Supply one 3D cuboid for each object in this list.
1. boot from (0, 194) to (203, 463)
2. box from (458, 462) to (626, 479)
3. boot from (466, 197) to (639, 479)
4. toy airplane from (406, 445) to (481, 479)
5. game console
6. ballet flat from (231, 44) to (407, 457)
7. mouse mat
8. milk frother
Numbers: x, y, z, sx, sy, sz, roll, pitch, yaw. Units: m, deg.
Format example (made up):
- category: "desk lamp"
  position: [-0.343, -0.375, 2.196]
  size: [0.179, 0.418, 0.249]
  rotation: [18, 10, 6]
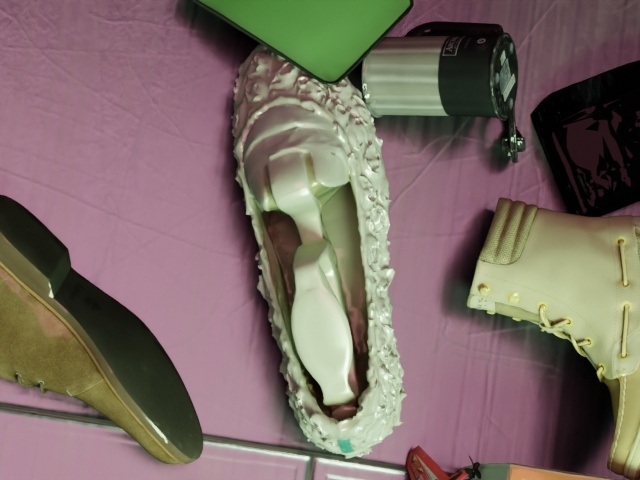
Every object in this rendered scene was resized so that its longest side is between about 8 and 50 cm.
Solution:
- category: "boot"
  position: [-0.234, 0.105, 1.520]
  size: [0.115, 0.112, 0.305]
  rotation: [-41, 95, 16]
- category: "box"
  position: [0.229, 0.391, 1.509]
  size: [0.215, 0.168, 0.345]
  rotation: [9, 79, -9]
- category: "boot"
  position: [0.238, 0.088, 1.567]
  size: [0.203, 0.095, 0.262]
  rotation: [9, 73, 10]
- category: "toy airplane"
  position: [0.099, 0.263, 1.535]
  size: [0.028, 0.151, 0.151]
  rotation: [38, 75, -29]
- category: "game console"
  position: [0.370, -0.009, 1.664]
  size: [0.213, 0.044, 0.361]
  rotation: [-20, 85, -11]
- category: "ballet flat"
  position: [0.000, 0.000, 1.532]
  size: [0.147, 0.147, 0.409]
  rotation: [-11, 84, -12]
- category: "mouse mat"
  position: [-0.022, -0.238, 1.596]
  size: [0.189, 0.007, 0.152]
  rotation: [35, 57, 12]
- category: "milk frother"
  position: [0.128, -0.139, 1.616]
  size: [0.134, 0.129, 0.143]
  rotation: [3, 112, 24]
